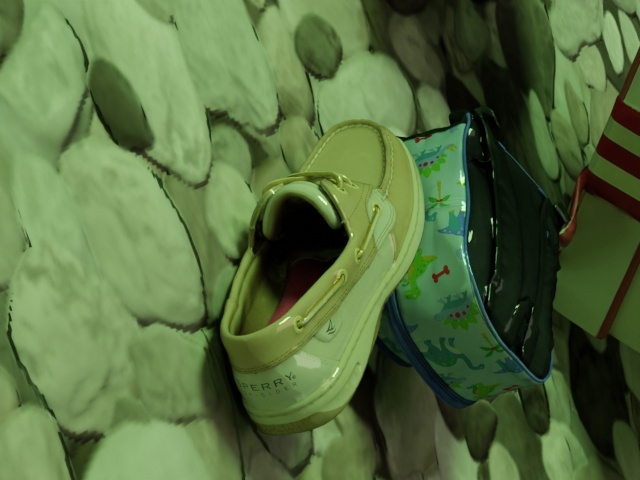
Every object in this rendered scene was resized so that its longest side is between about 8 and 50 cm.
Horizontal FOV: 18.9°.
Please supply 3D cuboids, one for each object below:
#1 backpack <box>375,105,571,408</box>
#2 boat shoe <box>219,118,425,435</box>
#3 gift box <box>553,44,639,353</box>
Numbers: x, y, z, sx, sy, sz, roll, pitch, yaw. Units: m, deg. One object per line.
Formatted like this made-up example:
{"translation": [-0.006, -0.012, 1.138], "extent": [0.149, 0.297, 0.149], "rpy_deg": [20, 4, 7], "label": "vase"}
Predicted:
{"translation": [0.061, 0.016, 0.874], "extent": [0.105, 0.084, 0.114], "rpy_deg": [47, 33, -41], "label": "backpack"}
{"translation": [0.000, 0.000, 0.794], "extent": [0.059, 0.063, 0.170], "rpy_deg": [61, 30, -35], "label": "boat shoe"}
{"translation": [0.274, -0.044, 1.036], "extent": [0.276, 0.258, 0.255], "rpy_deg": [-20, 138, -51], "label": "gift box"}
